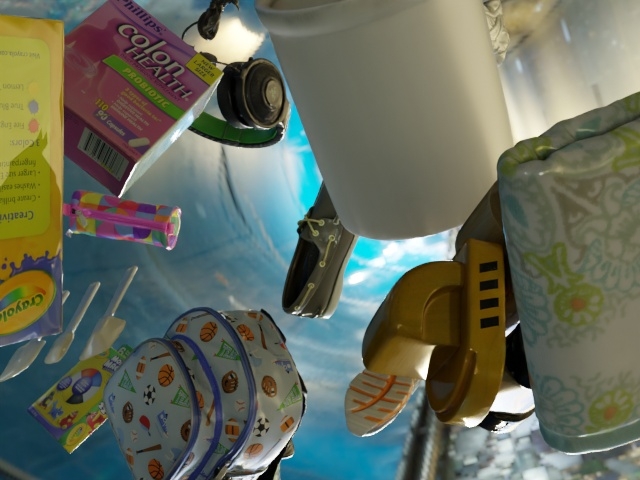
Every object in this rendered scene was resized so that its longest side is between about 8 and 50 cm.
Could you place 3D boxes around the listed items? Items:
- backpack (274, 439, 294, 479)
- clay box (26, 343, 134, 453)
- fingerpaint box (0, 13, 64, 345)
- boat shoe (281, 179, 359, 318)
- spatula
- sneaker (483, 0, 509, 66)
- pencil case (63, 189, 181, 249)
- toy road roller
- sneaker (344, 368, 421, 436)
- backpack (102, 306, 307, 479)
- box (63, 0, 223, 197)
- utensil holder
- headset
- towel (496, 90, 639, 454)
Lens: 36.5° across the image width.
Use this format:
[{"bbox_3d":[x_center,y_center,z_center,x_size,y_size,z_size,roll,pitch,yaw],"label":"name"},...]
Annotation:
[{"bbox_3d":[-0.175,0.333,1.724,0.253,0.225,0.191,-160,75,-65],"label":"backpack"},{"bbox_3d":[-0.428,0.280,1.821,0.127,0.222,0.053,26,153,43],"label":"clay box"},{"bbox_3d":[-0.478,-0.054,0.973,0.445,0.163,0.371,-12,-73,-57],"label":"fingerpaint box"},{"bbox_3d":[0.002,0.001,1.795,0.109,0.091,0.305,32,112,53],"label":"boat shoe"},{"bbox_3d":[-0.337,0.112,1.356,0.242,0.168,0.019,-81,-32,-65],"label":"spatula"},{"bbox_3d":[0.289,-0.360,1.735,0.232,0.090,0.115,-36,-81,-50],"label":"sneaker"},{"bbox_3d":[-0.412,-0.043,2.021,0.104,0.236,0.104,8,-90,-88],"label":"pencil case"},{"bbox_3d":[0.184,0.069,1.219,0.202,0.241,0.329,116,161,-58],"label":"toy road roller"},{"bbox_3d":[0.104,0.210,1.404,0.215,0.084,0.083,-49,-33,-40],"label":"sneaker"},{"bbox_3d":[-0.158,0.221,1.348,0.213,0.263,0.276,9,-141,-54],"label":"backpack"},{"bbox_3d":[-0.314,-0.231,1.517,0.213,0.117,0.243,39,-127,-3],"label":"box"},{"bbox_3d":[0.112,-0.238,1.484,0.327,0.328,0.385,-90,-17,-60],"label":"utensil holder"},{"bbox_3d":[-0.177,-0.307,1.796,0.394,0.244,0.185,81,-158,-69],"label":"headset"},{"bbox_3d":[0.344,-0.001,0.869,0.090,0.375,0.320,-129,19,-59],"label":"towel"}]
